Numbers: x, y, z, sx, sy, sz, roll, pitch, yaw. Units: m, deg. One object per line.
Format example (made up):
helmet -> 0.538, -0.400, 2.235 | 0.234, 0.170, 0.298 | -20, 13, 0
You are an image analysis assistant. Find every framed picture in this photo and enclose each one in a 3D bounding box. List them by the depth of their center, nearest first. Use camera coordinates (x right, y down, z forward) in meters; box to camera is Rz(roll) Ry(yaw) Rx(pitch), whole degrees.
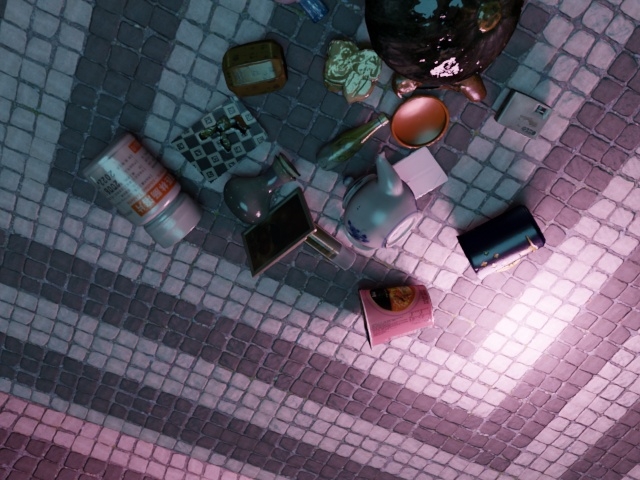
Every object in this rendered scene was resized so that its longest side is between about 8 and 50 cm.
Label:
framed picture -> -0.150, -0.027, 2.027 | 0.290, 0.211, 0.020 | -37, 139, 20

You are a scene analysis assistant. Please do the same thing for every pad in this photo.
pad -> 0.301, -0.207, 2.005 | 0.232, 0.004, 0.156 | -31, 114, 24

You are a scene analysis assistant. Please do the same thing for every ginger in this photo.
ginger -> 0.368, -0.500, 1.791 | 0.310, 0.107, 0.132 | 0, 90, -5

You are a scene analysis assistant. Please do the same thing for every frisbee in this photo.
frisbee -> 0.320, -0.388, 1.894 | 0.192, 0.035, 0.191 | -3, 130, -4

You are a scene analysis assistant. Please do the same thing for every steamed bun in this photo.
steamed bun -> 0.096, -0.522, 1.798 | 0.178, 0.106, 0.192 | 10, 110, 1

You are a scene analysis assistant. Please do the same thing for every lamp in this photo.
lamp -> -0.197, -0.524, 1.780 | 0.185, 0.161, 0.161 | -7, 118, 6

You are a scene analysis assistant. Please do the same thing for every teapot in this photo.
teapot -> 0.174, -0.118, 1.950 | 0.280, 0.252, 0.423 | 45, 145, 19
teapot -> -0.196, -0.179, 1.968 | 0.251, 0.183, 0.183 | -39, 111, 10

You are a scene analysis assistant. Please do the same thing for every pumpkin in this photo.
pumpkin -> 0.335, -0.633, 1.551 | 0.455, 0.344, 0.454 | -26, 141, -23

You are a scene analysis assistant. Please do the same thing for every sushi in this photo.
sushi -> -0.330, -0.343, 1.945 | 0.280, 0.043, 0.192 | -35, 112, 19

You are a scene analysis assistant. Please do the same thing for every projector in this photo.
projector -> 0.646, -0.403, 1.862 | 0.147, 0.061, 0.115 | 22, 119, -10

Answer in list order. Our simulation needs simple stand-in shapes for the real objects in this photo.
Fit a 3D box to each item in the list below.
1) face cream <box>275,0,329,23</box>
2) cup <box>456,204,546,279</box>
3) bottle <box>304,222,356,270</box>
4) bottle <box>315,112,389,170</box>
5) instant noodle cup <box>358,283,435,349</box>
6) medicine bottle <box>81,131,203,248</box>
face cream -> -0.104, -0.775, 1.676 | 0.163, 0.080, 0.337 | -38, 111, 19
cup -> 0.640, 0.007, 2.062 | 0.256, 0.255, 0.178 | -29, 77, 14
bottle -> 0.000, 0.000, 2.099 | 0.286, 0.082, 0.082 | 37, 114, -16
bottle -> 0.106, -0.328, 1.914 | 0.270, 0.083, 0.083 | -35, 112, 18
instant noodle cup -> 0.281, 0.268, 2.174 | 0.255, 0.244, 0.243 | -13, 118, 0
medicine bottle -> -0.589, -0.164, 1.961 | 0.211, 0.211, 0.371 | -35, 112, 19
